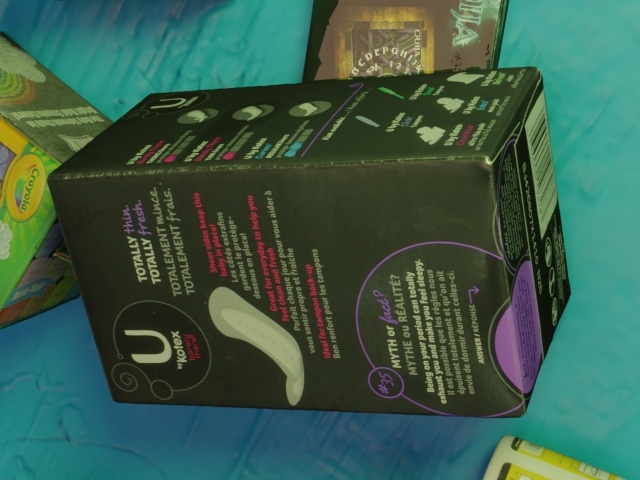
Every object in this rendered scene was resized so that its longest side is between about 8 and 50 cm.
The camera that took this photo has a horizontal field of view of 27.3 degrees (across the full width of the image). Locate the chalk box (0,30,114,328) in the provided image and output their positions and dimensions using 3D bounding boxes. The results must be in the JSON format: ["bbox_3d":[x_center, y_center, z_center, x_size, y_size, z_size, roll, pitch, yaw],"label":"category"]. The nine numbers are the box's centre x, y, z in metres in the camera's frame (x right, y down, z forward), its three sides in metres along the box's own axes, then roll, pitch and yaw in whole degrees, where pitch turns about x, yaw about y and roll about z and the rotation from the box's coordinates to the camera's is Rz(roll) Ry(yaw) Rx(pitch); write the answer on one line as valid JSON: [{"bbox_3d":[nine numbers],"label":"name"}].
[{"bbox_3d":[-0.207,-0.031,0.899,0.213,0.132,0.132,39,108,11],"label":"chalk box"}]

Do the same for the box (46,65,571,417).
[{"bbox_3d":[0.000,0.000,0.800,0.270,0.143,0.165,-1,116,22],"label":"box"}]

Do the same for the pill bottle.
[{"bbox_3d":[0.161,0.173,0.838,0.116,0.065,0.065,19,104,16],"label":"pill bottle"}]

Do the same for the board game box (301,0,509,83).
[{"bbox_3d":[0.053,-0.120,0.851,0.126,0.026,0.186,12,102,16],"label":"board game box"}]
